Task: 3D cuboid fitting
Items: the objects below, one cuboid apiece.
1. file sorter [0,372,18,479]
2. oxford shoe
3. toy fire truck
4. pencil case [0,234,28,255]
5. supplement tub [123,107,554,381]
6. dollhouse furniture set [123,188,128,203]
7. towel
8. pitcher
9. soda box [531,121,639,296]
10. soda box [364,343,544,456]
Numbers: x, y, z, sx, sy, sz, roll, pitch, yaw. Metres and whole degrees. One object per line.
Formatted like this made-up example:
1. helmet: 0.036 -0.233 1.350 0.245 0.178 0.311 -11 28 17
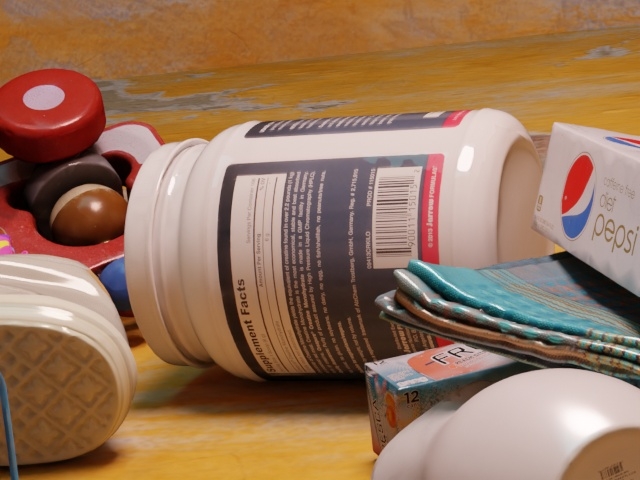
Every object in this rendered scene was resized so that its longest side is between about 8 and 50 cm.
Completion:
1. file sorter: -0.280 0.133 1.134 0.170 0.118 0.104 1 13 33
2. oxford shoe: -0.344 0.075 1.294 0.449 0.169 0.130 1 26 4
3. toy fire truck: -0.251 0.003 1.572 0.302 0.169 0.254 -18 43 -17
4. pencil case: -0.335 0.051 1.402 0.236 0.104 0.104 -4 12 -10
5. supplement tub: 0.017 0.006 1.342 0.272 0.191 0.191 -2 14 22
6. dollhouse furniture set: -0.337 -0.038 1.772 0.303 0.174 0.355 -17 16 -35
7. towel: 0.253 0.064 1.035 0.370 0.040 0.271 16 11 34
8. pitcher: 0.085 0.137 0.938 0.177 0.125 0.207 -27 8 -18
9. soda box: 0.195 -0.015 1.102 0.069 0.074 0.216 8 10 -14
10. soda box: 0.122 0.095 1.183 0.183 0.063 0.058 -11 16 -20
